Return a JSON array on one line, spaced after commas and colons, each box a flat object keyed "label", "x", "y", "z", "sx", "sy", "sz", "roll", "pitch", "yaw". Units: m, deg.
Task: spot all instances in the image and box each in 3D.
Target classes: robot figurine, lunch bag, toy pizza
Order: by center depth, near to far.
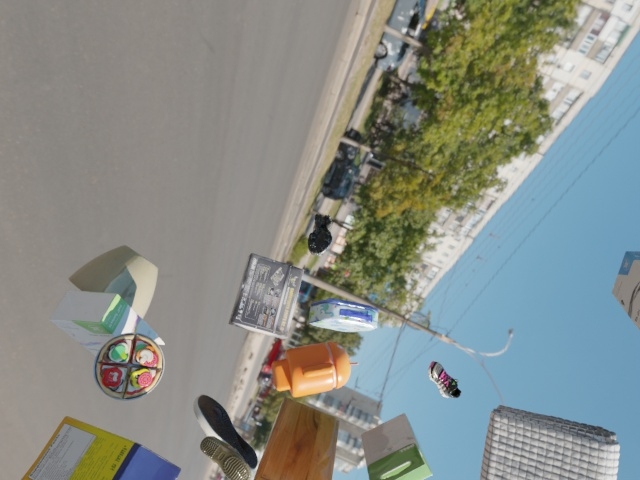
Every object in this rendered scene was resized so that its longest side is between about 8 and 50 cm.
[{"label": "robot figurine", "x": -0.016, "y": 0.337, "z": 1.238, "sx": 0.128, "sy": 0.220, "sz": 0.158, "roll": -109, "pitch": -164, "yaw": -46}, {"label": "toy pizza", "x": -0.577, "y": 0.380, "z": 1.419, "sx": 0.032, "sy": 0.201, "sz": 0.201, "roll": -31, "pitch": -148, "yaw": 63}, {"label": "lunch bag", "x": 0.083, "y": 0.263, "z": 1.638, "sx": 0.176, "sy": 0.219, "sz": 0.090, "roll": -28, "pitch": -128, "yaw": 61}]

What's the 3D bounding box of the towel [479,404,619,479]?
[{"label": "towel", "x": 0.539, "y": 0.539, "z": 1.122, "sx": 0.121, "sy": 0.284, "sz": 0.234, "roll": -4, "pitch": 99, "yaw": -63}]

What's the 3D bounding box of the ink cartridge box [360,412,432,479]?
[{"label": "ink cartridge box", "x": 0.147, "y": 0.426, "z": 0.909, "sx": 0.109, "sy": 0.062, "sz": 0.209, "roll": -27, "pitch": -177, "yaw": 2}]

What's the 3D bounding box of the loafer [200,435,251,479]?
[{"label": "loafer", "x": -0.221, "y": 0.517, "z": 1.119, "sx": 0.056, "sy": 0.148, "sz": 0.050, "roll": -44, "pitch": -179, "yaw": -3}]

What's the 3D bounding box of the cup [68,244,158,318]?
[{"label": "cup", "x": -0.817, "y": 0.159, "z": 1.938, "sx": 0.236, "sy": 0.331, "sz": 0.331, "roll": -56, "pitch": 176, "yaw": -15}]

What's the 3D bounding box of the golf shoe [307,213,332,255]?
[{"label": "golf shoe", "x": 0.000, "y": 0.000, "z": 1.519, "sx": 0.198, "sy": 0.077, "sz": 0.093, "roll": -73, "pitch": 175, "yaw": -52}]

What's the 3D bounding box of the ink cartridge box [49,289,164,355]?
[{"label": "ink cartridge box", "x": -0.715, "y": 0.318, "z": 1.612, "sx": 0.353, "sy": 0.207, "sz": 0.119, "roll": 71, "pitch": 26, "yaw": -49}]

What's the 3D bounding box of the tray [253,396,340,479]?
[{"label": "tray", "x": -0.061, "y": 0.627, "z": 1.380, "sx": 0.411, "sy": 0.203, "sz": 0.076, "roll": -58, "pitch": 170, "yaw": -78}]

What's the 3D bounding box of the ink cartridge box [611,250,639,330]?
[{"label": "ink cartridge box", "x": 0.616, "y": 0.107, "z": 0.860, "sx": 0.180, "sy": 0.060, "sz": 0.104, "roll": -77, "pitch": 167, "yaw": -61}]

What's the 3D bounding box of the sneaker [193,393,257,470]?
[{"label": "sneaker", "x": -0.328, "y": 0.621, "z": 1.464, "sx": 0.123, "sy": 0.290, "sz": 0.106, "roll": -32, "pitch": -175, "yaw": 20}]

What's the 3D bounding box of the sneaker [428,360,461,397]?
[{"label": "sneaker", "x": 0.425, "y": 0.473, "z": 1.582, "sx": 0.075, "sy": 0.170, "sz": 0.063, "roll": -1, "pitch": -142, "yaw": 51}]

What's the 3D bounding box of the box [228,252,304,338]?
[{"label": "box", "x": -0.168, "y": 0.175, "z": 1.478, "sx": 0.056, "sy": 0.183, "sz": 0.230, "roll": 143, "pitch": -37, "yaw": -65}]

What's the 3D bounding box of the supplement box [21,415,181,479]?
[{"label": "supplement box", "x": -0.614, "y": 0.660, "z": 1.321, "sx": 0.195, "sy": 0.357, "sz": 0.194, "roll": 60, "pitch": 44, "yaw": -40}]
